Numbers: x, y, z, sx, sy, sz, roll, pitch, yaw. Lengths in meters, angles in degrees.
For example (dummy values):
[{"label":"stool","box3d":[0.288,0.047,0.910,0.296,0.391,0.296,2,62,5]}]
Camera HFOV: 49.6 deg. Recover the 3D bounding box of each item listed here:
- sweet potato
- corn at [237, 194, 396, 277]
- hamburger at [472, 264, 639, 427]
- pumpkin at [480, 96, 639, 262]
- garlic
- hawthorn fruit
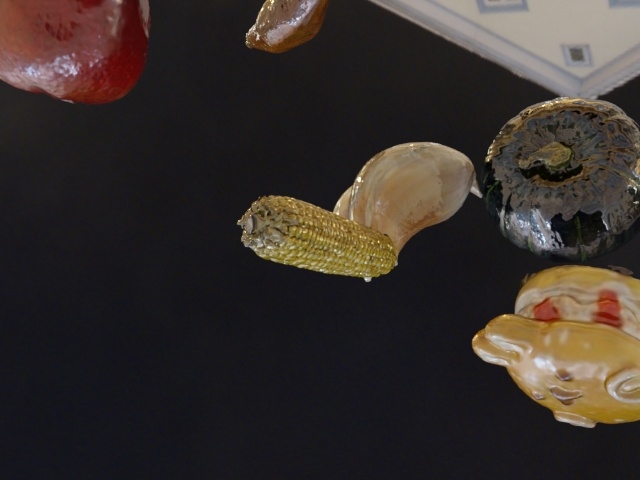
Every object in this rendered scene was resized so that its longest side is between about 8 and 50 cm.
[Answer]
[{"label":"sweet potato","box3d":[-0.051,-0.441,1.354,0.359,0.112,0.112,-13,-122,54]},{"label":"corn","box3d":[0.000,0.000,1.130,0.115,0.318,0.115,-15,-113,41]},{"label":"hamburger","box3d":[0.407,0.170,1.093,0.303,0.261,0.186,34,-121,-5]},{"label":"pumpkin","box3d":[0.467,-0.114,1.310,0.323,0.241,0.323,-10,-117,19]},{"label":"garlic","box3d":[0.158,-0.069,1.440,0.249,0.286,0.313,33,-114,22]},{"label":"hawthorn fruit","box3d":[-0.397,-0.375,1.112,0.265,0.265,0.307,21,-75,33]}]
